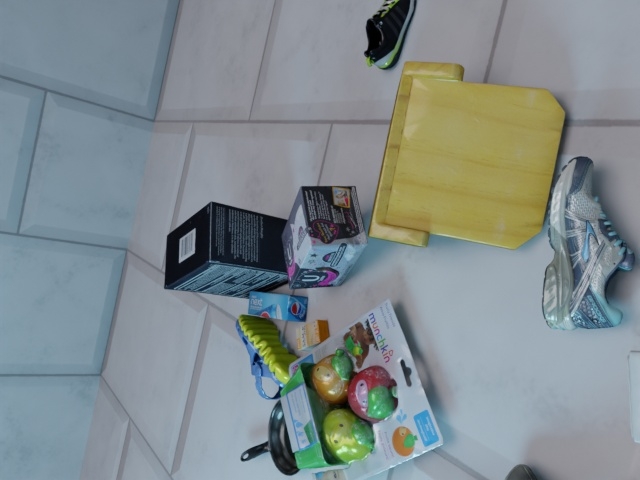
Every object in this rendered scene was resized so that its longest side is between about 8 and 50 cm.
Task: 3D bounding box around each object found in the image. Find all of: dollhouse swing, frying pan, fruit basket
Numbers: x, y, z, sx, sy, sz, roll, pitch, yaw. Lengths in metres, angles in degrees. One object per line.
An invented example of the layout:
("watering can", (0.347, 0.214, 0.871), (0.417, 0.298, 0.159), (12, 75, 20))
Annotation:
("dollhouse swing", (0.280, -0.149, 1.112), (0.315, 0.305, 0.347), (4, -83, -86))
("frying pan", (-0.106, 0.562, 1.442), (0.326, 0.053, 0.197), (-61, 39, 25))
("fruit basket", (0.067, 0.348, 1.184), (0.353, 0.165, 0.327), (-42, 50, 34))

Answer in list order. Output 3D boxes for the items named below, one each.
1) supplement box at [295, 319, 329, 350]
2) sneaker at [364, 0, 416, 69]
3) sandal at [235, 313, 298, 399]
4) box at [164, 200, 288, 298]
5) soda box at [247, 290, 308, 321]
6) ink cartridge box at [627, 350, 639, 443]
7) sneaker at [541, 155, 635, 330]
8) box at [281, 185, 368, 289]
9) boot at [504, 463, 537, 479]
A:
("supplement box", (-0.022, 0.251, 1.421), (0.098, 0.036, 0.062), (-32, 57, 44))
("sneaker", (0.164, -0.540, 1.324), (0.084, 0.097, 0.235), (12, 91, 52))
("sandal", (-0.165, 0.327, 1.518), (0.317, 0.126, 0.138), (47, 118, 48))
("box", (-0.256, 0.042, 1.563), (0.296, 0.294, 0.183), (-26, 60, 46))
("soda box", (-0.126, 0.188, 1.547), (0.210, 0.067, 0.071), (-2, 79, 53))
("ink cartridge box", (0.514, 0.213, 0.708), (0.175, 0.072, 0.127), (-9, 75, 51))
("sneaker", (0.435, 0.005, 0.861), (0.122, 0.110, 0.283), (2, 85, 35))
("box", (0.000, 0.000, 1.300), (0.247, 0.142, 0.163), (116, 148, -60))
("boot", (0.324, 0.477, 0.818), (0.208, 0.076, 0.190), (-138, 64, -79))
